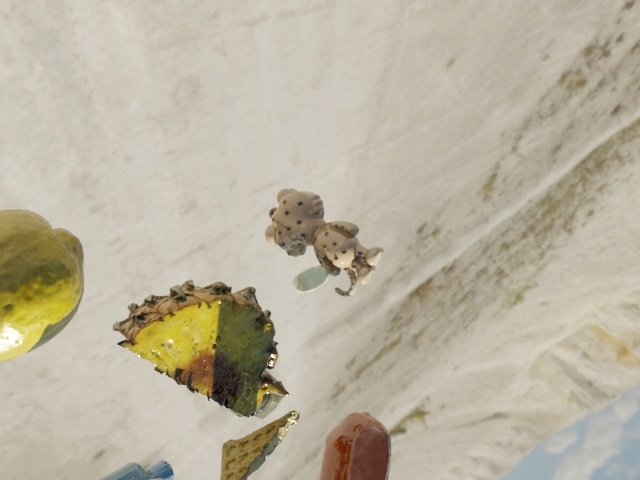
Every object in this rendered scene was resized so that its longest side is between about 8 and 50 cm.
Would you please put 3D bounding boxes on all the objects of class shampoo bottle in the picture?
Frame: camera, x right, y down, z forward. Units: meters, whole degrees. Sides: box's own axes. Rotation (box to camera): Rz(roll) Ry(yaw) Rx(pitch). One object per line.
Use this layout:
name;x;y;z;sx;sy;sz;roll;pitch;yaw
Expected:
shampoo bottle;-0.387;0.496;1.390;0.061;0.103;0.258;-39;166;29
shampoo bottle;-0.020;0.080;1.503;0.077;0.045;0.152;-25;180;0

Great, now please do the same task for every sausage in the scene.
sausage;0.076;0.517;1.604;0.141;0.153;0.268;-29;-135;58

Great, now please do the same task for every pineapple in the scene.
pineapple;-0.158;0.123;1.008;0.161;0.158;0.334;-57;135;-9

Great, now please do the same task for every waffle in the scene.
waffle;-0.085;0.305;1.007;0.153;0.023;0.097;-32;-141;27

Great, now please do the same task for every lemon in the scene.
lemon;-0.589;0.090;1.302;0.316;0.285;0.285;-57;175;-43

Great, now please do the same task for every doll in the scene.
doll;0.002;-0.001;1.555;0.154;0.278;0.119;-58;160;18

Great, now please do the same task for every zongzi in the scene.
zongzi;-0.207;0.293;1.561;0.112;0.221;0.242;-54;158;3

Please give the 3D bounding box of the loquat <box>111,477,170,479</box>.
loquat;-0.250;0.427;0.982;0.208;0.208;0.208;-45;165;-15
